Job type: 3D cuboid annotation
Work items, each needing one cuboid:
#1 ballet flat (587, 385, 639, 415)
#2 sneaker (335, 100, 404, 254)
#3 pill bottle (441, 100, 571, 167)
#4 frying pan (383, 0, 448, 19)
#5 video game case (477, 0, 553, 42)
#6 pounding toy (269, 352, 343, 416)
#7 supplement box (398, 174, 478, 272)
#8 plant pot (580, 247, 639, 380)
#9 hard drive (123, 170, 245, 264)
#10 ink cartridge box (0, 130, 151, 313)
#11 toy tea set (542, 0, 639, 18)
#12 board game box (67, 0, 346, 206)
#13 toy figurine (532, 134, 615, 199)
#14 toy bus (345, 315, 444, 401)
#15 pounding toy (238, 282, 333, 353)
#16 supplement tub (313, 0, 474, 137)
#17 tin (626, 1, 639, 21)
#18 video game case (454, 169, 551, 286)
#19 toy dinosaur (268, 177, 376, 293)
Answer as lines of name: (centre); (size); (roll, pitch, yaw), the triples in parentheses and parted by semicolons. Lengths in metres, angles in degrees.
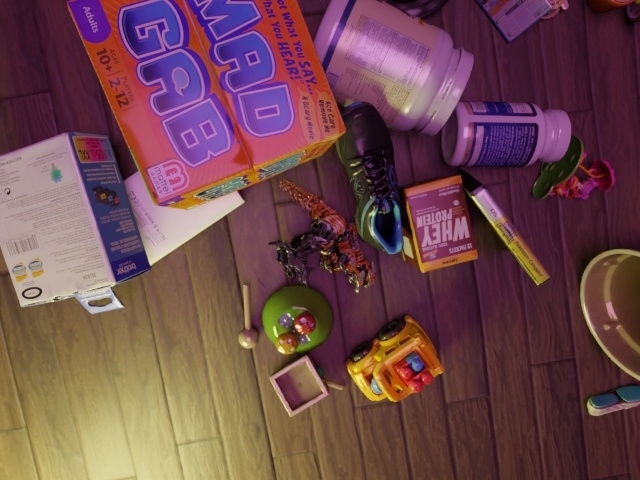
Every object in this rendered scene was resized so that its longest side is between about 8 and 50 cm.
ballet flat: (0.800, 0.432, 1.281); (0.168, 0.057, 0.053); (-12, 124, 2)
sneaker: (0.126, -0.130, 1.035); (0.124, 0.140, 0.341); (-20, 116, -6)
pill bottle: (0.436, -0.251, 1.133); (0.264, 0.153, 0.153); (1, 96, -3)
frying pan: (0.145, -0.571, 1.065); (0.325, 0.197, 0.053); (-2, 72, -11)
video game case: (0.449, -0.576, 1.128); (0.166, 0.119, 0.015); (49, 49, -7)
pounding toy: (-0.033, 0.364, 1.214); (0.141, 0.100, 0.130); (-30, 82, -2)
supplement box: (0.258, -0.045, 1.125); (0.128, 0.194, 0.192); (-14, 97, -2)
plant pot: (0.874, 0.142, 1.137); (0.305, 0.334, 0.334); (-15, 97, -13)
hard drive: (-0.369, -0.095, 1.166); (0.307, 0.040, 0.203); (-34, 97, 1)
ink cartridge box: (-0.569, -0.015, 1.081); (0.269, 0.151, 0.396); (-13, 95, 16)
toy tea set: (0.602, -0.637, 1.114); (0.335, 0.124, 0.200); (-7, 96, -2)
board game box: (-0.202, -0.293, 0.963); (0.355, 0.356, 0.357); (-23, 95, -6)
toy figurine: (0.647, -0.153, 1.185); (0.159, 0.130, 0.173); (19, 117, -14)
toy bus: (0.186, 0.315, 1.153); (0.220, 0.211, 0.150); (-36, 98, 3)
pounding toy: (-0.085, 0.210, 1.161); (0.236, 0.110, 0.183); (5, 108, 0)
supplement tub: (0.146, -0.388, 1.063); (0.324, 0.235, 0.236); (23, 94, -5)
tin: (0.780, -0.622, 1.136); (0.040, 0.106, 0.190); (2, 95, 5)
video game case: (0.407, -0.043, 1.093); (0.035, 0.275, 0.248); (-37, 97, 16)
toy dinosaur: (0.000, 0.000, 1.166); (0.218, 0.164, 0.322); (-37, 78, -13)
